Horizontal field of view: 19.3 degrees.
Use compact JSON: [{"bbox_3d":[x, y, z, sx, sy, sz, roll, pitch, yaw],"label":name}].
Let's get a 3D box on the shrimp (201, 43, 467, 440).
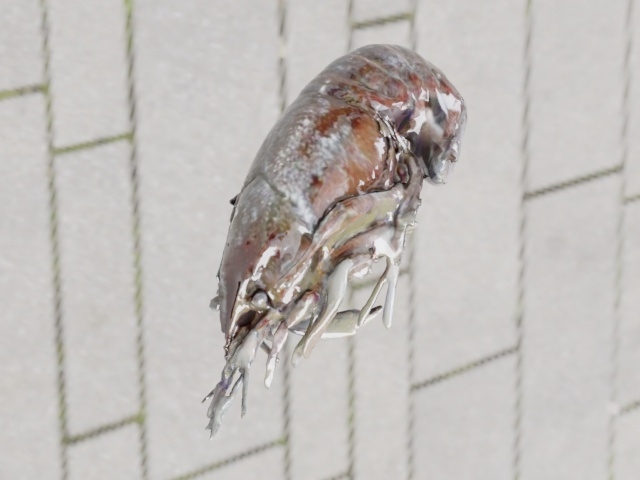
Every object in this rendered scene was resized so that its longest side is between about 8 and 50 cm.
[{"bbox_3d":[0.000,0.000,0.617,0.065,0.056,0.165,39,62,-26],"label":"shrimp"}]
